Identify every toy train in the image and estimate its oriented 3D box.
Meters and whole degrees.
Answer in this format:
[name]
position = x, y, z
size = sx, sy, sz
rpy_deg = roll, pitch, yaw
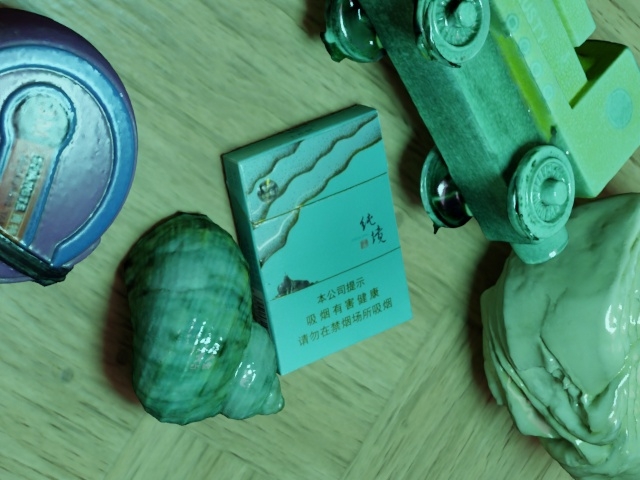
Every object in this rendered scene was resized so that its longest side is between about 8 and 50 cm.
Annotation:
[toy train]
position = 0.168, -0.177, 1.810
size = 0.253, 0.160, 0.397
rpy_deg = -48, 123, -28

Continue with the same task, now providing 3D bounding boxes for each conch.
[conch]
position = -0.109, 0.087, 1.753
size = 0.176, 0.122, 0.188
rpy_deg = -53, 133, -37

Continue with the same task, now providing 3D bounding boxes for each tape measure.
[tape measure]
position = -0.281, -0.082, 1.577
size = 0.245, 0.149, 0.231
rpy_deg = 14, 100, -28

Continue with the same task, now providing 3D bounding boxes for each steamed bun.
[steamed bun]
position = 0.287, 0.105, 1.967
size = 0.289, 0.203, 0.276
rpy_deg = 48, 60, -44

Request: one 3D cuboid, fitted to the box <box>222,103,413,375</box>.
[box]
position = 0.000, -0.001, 1.839
size = 0.162, 0.041, 0.229
rpy_deg = -22, 115, -26
